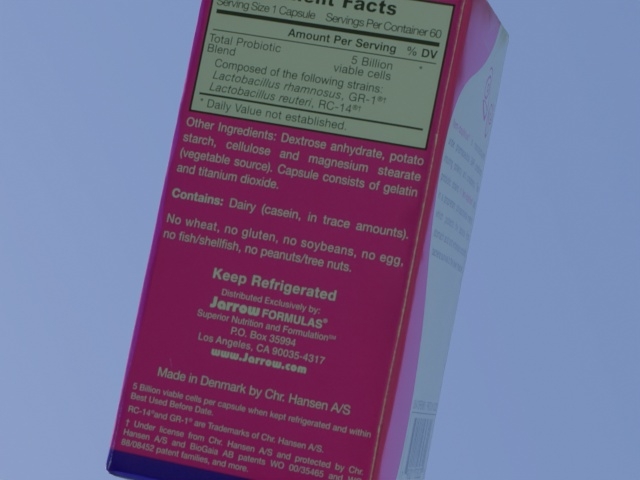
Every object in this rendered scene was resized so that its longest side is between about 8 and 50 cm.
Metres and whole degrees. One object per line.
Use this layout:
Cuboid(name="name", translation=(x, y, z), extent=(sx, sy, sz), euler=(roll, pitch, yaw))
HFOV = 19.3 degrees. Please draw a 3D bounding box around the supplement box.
Cuboid(name="supplement box", translation=(0.000, 0.000, 0.776), extent=(0.111, 0.114, 0.220), euler=(28, -106, -75))
